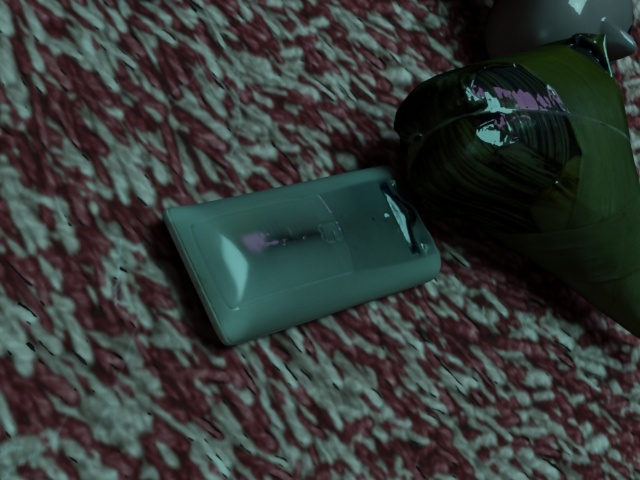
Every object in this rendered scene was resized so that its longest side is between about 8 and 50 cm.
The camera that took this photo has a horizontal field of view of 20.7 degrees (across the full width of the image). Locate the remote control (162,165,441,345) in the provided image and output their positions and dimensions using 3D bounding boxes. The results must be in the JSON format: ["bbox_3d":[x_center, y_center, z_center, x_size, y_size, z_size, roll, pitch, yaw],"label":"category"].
[{"bbox_3d":[0.000,0.000,1.369,0.313,0.055,0.109,-15,76,-55],"label":"remote control"}]

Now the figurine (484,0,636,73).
[{"bbox_3d":[0.205,-0.278,1.744,0.287,0.176,0.186,46,60,7],"label":"figurine"}]

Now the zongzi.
[{"bbox_3d":[0.207,-0.013,1.550,0.289,0.154,0.317,-22,86,-55],"label":"zongzi"}]
